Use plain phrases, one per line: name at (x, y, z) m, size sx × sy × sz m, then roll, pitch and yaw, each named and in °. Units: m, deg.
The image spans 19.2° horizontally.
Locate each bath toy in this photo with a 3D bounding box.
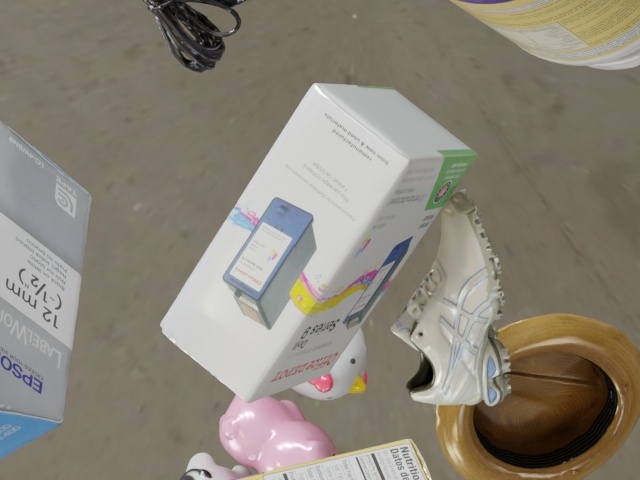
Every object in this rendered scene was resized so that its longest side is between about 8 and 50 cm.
bath toy at (-0.049, 0.228, 1.923) m, size 0.151 × 0.129 × 0.348 m, roll 22°, pitch 107°, yaw -16°

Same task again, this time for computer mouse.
computer mouse at (-0.089, -0.316, 1.837) m, size 0.272 × 0.072 × 0.188 m, roll -46°, pitch 124°, yaw -12°

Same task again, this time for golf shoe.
golf shoe at (0.095, 0.050, 1.432) m, size 0.086 × 0.069 × 0.176 m, roll -9°, pitch 112°, yaw -5°

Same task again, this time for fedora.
fedora at (0.179, 0.125, 1.605) m, size 0.194 × 0.079 × 0.194 m, roll -9°, pitch 122°, yaw -15°

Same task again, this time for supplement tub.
supplement tub at (0.229, -0.307, 1.828) m, size 0.241 × 0.331 × 0.241 m, roll -8°, pitch 74°, yaw 30°

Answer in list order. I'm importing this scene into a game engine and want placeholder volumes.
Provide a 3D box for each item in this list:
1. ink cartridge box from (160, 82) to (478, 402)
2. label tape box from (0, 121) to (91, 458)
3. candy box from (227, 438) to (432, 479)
ink cartridge box at (0.000, 0.000, 1.350) m, size 0.093 × 0.154 × 0.212 m, roll 40°, pitch 107°, yaw 16°
label tape box at (-0.298, 0.111, 1.336) m, size 0.249 × 0.348 × 0.115 m, roll -30°, pitch 128°, yaw 25°
candy box at (-0.043, 0.161, 0.932) m, size 0.186 × 0.109 × 0.053 m, roll -9°, pitch 59°, yaw -24°
